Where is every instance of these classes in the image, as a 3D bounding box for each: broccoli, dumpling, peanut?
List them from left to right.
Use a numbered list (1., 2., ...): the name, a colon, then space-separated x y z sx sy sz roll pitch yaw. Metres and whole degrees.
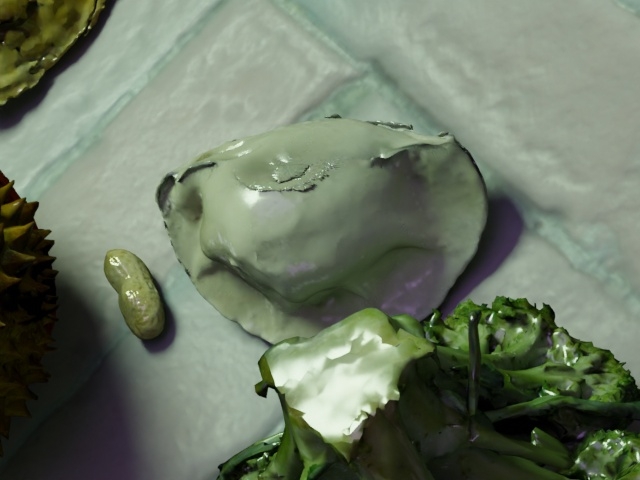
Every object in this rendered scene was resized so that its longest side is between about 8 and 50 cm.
1. peanut: -0.145 0.040 1.343 0.037 0.037 0.083 -37 59 7
2. dumpling: 0.000 0.000 1.254 0.247 0.142 0.172 -5 102 17
3. broccoli: 0.080 0.158 1.045 0.304 0.283 0.321 -44 41 -13

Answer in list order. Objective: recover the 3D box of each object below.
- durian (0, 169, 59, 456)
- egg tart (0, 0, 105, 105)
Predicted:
1. durian: -0.361 0.042 1.260 0.348 0.347 0.384 -5 24 24
2. egg tart: -0.326 -0.250 1.473 0.297 0.132 0.297 -1 85 10
